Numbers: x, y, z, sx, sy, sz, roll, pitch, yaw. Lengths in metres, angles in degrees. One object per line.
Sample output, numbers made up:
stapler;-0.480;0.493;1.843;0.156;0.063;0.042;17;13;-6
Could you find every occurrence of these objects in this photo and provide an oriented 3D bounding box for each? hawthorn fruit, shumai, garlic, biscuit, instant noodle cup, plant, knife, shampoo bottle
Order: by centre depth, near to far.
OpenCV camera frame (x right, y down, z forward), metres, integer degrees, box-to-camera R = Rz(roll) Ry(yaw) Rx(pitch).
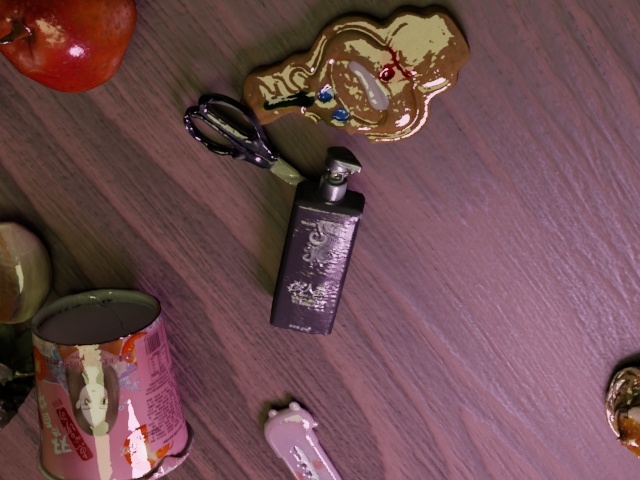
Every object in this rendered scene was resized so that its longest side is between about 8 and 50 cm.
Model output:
hawthorn fruit;-0.343;-0.277;1.488;0.196;0.225;0.197;6;112;15
biscuit;0.043;-0.213;1.578;0.319;0.047;0.184;-4;115;11
shampoo bottle;-0.001;0.000;1.662;0.098;0.071;0.310;13;128;0
shumai;0.491;0.269;1.743;0.145;0.116;0.146;2;117;4
instant noodle cup;-0.319;0.214;1.752;0.242;0.243;0.231;-1;112;8
garlic;-0.467;0.035;1.753;0.128;0.090;0.198;11;125;15
plant;-0.521;0.225;1.829;0.131;0.142;0.203;41;103;-6
knife;0.016;0.427;1.932;0.132;0.038;0.399;-23;113;15

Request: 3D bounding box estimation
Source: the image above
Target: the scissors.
scissors;-0.059;-0.102;1.651;0.300;0.022;0.109;37;141;-18
